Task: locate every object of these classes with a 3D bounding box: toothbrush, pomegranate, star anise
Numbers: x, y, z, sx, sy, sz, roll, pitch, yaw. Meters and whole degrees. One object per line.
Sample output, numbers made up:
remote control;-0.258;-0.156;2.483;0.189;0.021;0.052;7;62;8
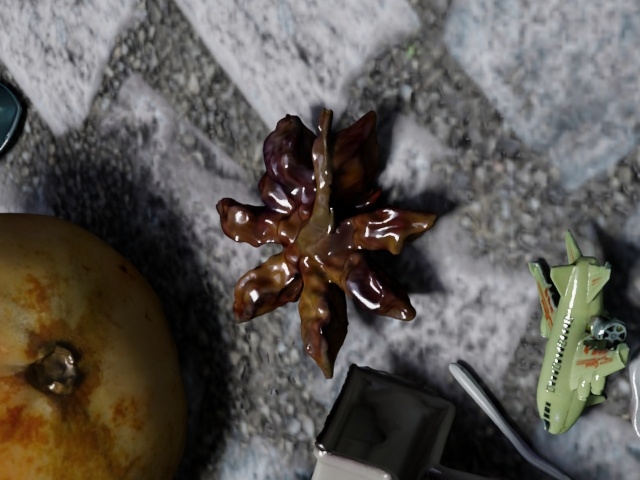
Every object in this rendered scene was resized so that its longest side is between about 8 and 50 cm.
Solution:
toothbrush;0.116;0.116;0.812;0.013;0.011;0.131;-47;66;14
pomegranate;-0.224;0.103;0.971;0.270;0.229;0.252;-13;98;53
star anise;0.000;-0.001;0.859;0.168;0.057;0.168;9;104;42

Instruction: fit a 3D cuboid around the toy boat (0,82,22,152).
toy boat;-0.324;-0.071;1.120;0.246;0.103;0.093;-15;75;29

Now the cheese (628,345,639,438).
cheese;0.263;0.085;0.633;0.286;0.082;0.163;0;98;44

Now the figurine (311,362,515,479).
figurine;0.023;0.235;0.830;0.308;0.143;0.308;-37;48;56

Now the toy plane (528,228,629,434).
toy plane;0.134;0.053;0.757;0.102;0.040;0.111;-119;25;-62
